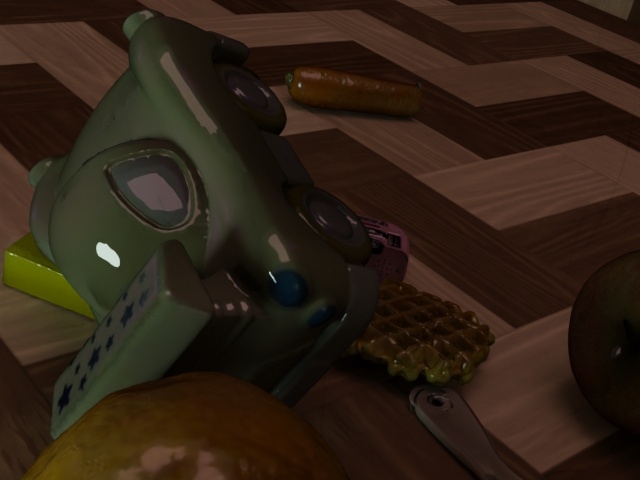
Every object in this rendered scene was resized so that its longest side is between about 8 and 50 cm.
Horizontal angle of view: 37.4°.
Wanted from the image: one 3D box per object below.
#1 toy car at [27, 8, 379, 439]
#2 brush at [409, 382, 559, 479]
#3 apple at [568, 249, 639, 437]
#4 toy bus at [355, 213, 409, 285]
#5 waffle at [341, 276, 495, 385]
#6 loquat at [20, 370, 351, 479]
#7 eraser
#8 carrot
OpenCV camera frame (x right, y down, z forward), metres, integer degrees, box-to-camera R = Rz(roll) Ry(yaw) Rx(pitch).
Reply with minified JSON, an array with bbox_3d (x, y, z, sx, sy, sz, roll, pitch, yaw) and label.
[{"bbox_3d":[-0.137,-0.011,0.776,0.226,0.242,0.336,7,42,-47],"label":"toy car"},{"bbox_3d":[0.168,0.202,0.785,0.072,0.067,0.313,-3,31,-25],"label":"brush"},{"bbox_3d":[0.340,0.098,0.910,0.174,0.188,0.188,-1,31,-32],"label":"apple"},{"bbox_3d":[0.000,0.000,1.078,0.203,0.063,0.090,15,26,-1],"label":"toy bus"},{"bbox_3d":[0.084,0.088,0.963,0.191,0.038,0.191,9,23,-4],"label":"waffle"},{"bbox_3d":[-0.077,0.193,0.564,0.238,0.193,0.238,4,35,-3],"label":"loquat"},{"bbox_3d":[-0.239,0.027,0.949,0.122,0.045,0.097,21,30,12],"label":"eraser"},{"bbox_3d":[0.050,-0.239,1.519,0.225,0.067,0.067,5,30,-17],"label":"carrot"}]
